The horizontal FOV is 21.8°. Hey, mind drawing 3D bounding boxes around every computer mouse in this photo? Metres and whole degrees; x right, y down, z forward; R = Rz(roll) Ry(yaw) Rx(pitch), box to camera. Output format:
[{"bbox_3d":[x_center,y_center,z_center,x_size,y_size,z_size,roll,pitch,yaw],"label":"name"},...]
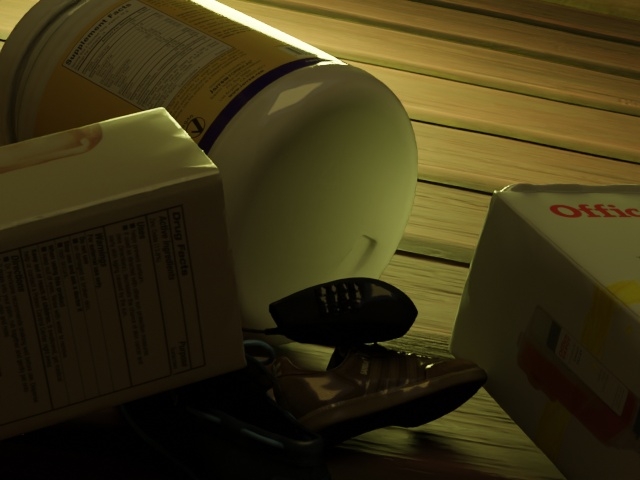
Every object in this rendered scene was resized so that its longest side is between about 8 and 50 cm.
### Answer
[{"bbox_3d":[-0.045,0.055,1.259,0.242,0.041,0.071,-4,-18,12],"label":"computer mouse"}]

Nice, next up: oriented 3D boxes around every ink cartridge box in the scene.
[{"bbox_3d":[0.315,0.113,1.241,0.279,0.160,0.384,1,28,-29],"label":"ink cartridge box"}]

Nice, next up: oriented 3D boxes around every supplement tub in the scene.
[{"bbox_3d":[-0.107,-0.081,1.416,0.241,0.241,0.331,-7,28,-45],"label":"supplement tub"}]

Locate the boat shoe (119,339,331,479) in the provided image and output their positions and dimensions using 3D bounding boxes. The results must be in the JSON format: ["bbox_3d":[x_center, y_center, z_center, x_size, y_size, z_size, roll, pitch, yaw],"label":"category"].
[{"bbox_3d":[-0.057,0.113,1.141,0.109,0.089,0.258,-3,23,-37],"label":"boat shoe"}]

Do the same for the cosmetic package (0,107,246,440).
[{"bbox_3d":[-0.211,0.033,1.048,0.296,0.153,0.129,-14,29,-17],"label":"cosmetic package"}]

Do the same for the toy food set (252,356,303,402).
[{"bbox_3d":[-0.040,0.113,1.258,0.083,0.020,0.082,13,20,-3],"label":"toy food set"}]

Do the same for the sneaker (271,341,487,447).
[{"bbox_3d":[0.046,0.102,1.244,0.188,0.066,0.071,-8,60,-42],"label":"sneaker"}]
